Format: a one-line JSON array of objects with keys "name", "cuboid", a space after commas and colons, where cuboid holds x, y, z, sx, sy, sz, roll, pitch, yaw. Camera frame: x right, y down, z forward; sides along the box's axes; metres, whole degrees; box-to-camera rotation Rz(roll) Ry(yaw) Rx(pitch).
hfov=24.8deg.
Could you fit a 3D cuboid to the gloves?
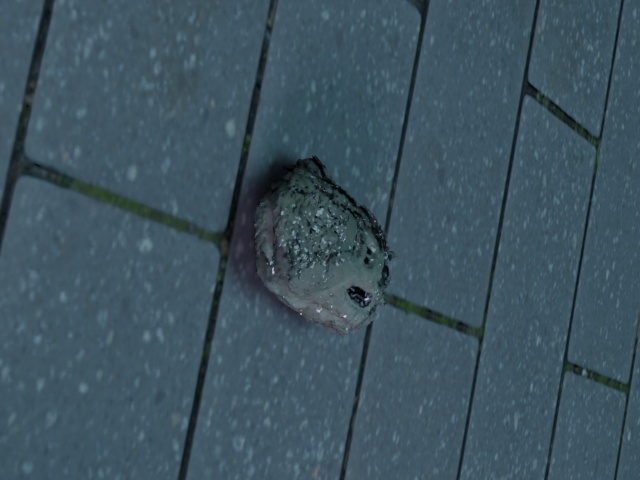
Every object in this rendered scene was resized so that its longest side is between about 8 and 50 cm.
[{"name": "gloves", "cuboid": [0.003, 0.001, 1.064, 0.153, 0.070, 0.114, 40, 61, -51]}]
